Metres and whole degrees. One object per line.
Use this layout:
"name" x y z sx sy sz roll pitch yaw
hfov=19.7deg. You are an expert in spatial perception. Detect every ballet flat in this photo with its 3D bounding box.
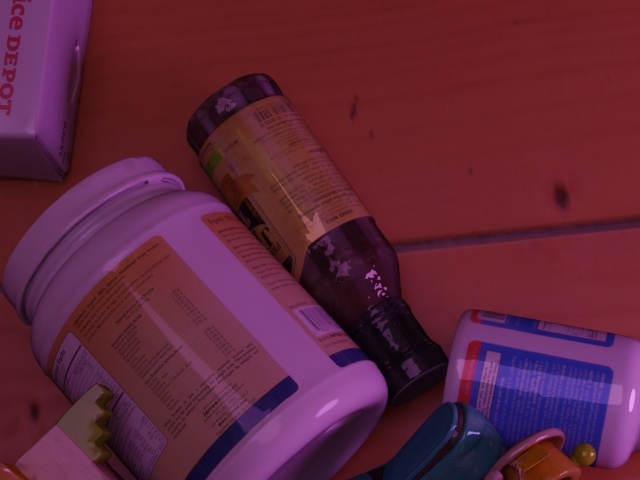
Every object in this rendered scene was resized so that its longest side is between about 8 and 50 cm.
"ballet flat" 0.075 0.238 1.658 0.247 0.087 0.083 -42 26 31

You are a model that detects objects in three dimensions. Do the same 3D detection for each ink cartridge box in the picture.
"ink cartridge box" -0.403 -0.188 1.850 0.307 0.129 0.223 3 72 7

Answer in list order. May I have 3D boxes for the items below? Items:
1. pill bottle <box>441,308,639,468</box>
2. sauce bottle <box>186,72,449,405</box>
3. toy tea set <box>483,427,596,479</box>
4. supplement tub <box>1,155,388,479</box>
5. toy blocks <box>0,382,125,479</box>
"pill bottle" 0.228 0.140 1.677 0.222 0.124 0.124 11 74 10
"sauce bottle" 0.000 0.000 1.754 0.111 0.111 0.344 -33 71 -4
"toy tea set" 0.120 0.313 1.596 0.336 0.200 0.124 -35 64 -5
"supplement tub" -0.118 0.098 1.675 0.228 0.228 0.316 -41 72 -7
"toy blocks" -0.227 0.348 1.536 0.381 0.191 0.261 -45 81 -4
